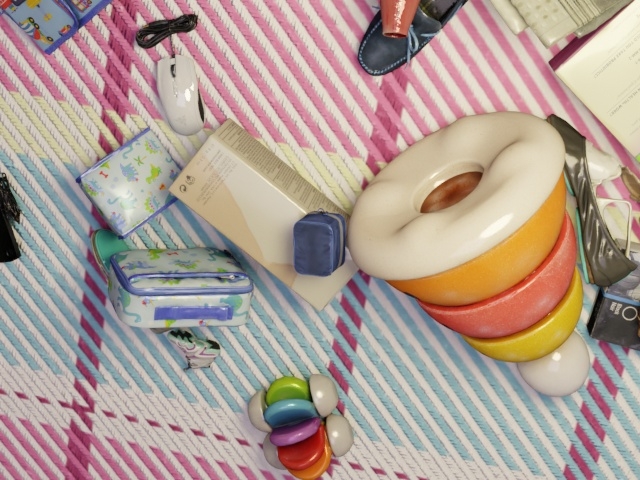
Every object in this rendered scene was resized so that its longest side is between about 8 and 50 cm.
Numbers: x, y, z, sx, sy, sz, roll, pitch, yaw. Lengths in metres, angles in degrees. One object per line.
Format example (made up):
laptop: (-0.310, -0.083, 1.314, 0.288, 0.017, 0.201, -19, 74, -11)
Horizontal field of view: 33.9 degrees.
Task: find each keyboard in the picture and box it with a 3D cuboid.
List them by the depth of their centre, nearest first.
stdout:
keyboard: (-0.552, -0.056, 1.804, 0.100, 0.038, 0.192, -4, 109, 33)

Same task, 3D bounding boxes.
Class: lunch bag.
lunch bag: (0.000, 0.000, 1.577, 0.067, 0.065, 0.098, 9, 109, 20)
lunch bag: (-0.422, -0.432, 1.600, 0.293, 0.138, 0.221, -28, 117, 39)
lunch bag: (-0.225, 0.077, 1.694, 0.218, 0.176, 0.090, 0, 112, -22)
lunch bag: (-0.304, -0.094, 1.722, 0.151, 0.096, 0.129, -38, 101, -13)

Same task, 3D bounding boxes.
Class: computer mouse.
computer mouse: (-0.230, -0.260, 1.685, 0.106, 0.042, 0.193, -9, 106, 9)

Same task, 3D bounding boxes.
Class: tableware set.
tableware set: (0.513, -0.040, 1.612, 0.020, 0.141, 0.169, -32, 106, -3)

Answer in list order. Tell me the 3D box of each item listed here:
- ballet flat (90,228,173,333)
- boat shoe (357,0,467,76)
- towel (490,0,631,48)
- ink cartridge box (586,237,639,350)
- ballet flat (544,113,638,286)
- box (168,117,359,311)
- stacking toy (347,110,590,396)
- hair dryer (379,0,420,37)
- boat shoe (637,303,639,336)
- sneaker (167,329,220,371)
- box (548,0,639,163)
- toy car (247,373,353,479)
ballet flat: (-0.328, 0.076, 1.794, 0.213, 0.072, 0.068, 50, 137, -6)
boat shoe: (0.148, -0.354, 1.582, 0.109, 0.089, 0.258, 39, 108, -6)
towel: (0.331, -0.451, 1.452, 0.312, 0.056, 0.324, -33, 81, -13)
ink cartridge box: (0.614, 0.117, 1.686, 0.332, 0.065, 0.165, 13, 108, 2)
ballet flat: (0.425, -0.069, 1.621, 0.096, 0.095, 0.281, -15, 94, 17)
box: (-0.074, -0.044, 1.681, 0.311, 0.148, 0.121, 40, 108, -4)
stacking toy: (0.293, 0.074, 1.620, 0.350, 0.351, 0.480, -28, 117, 15)
hair dryer: (0.186, -0.404, 1.482, 0.293, 0.080, 0.223, -44, 82, 4)
boat shoe: (0.596, 0.120, 1.617, 0.206, 0.073, 0.073, 1, 109, 7)
sneaker: (-0.230, 0.198, 1.826, 0.098, 0.038, 0.069, 23, 115, -15)
box: (0.503, -0.245, 1.557, 0.243, 0.117, 0.213, 45, 107, -7)
toy car: (-0.039, 0.326, 1.795, 0.159, 0.136, 0.182, -17, 104, 12)
